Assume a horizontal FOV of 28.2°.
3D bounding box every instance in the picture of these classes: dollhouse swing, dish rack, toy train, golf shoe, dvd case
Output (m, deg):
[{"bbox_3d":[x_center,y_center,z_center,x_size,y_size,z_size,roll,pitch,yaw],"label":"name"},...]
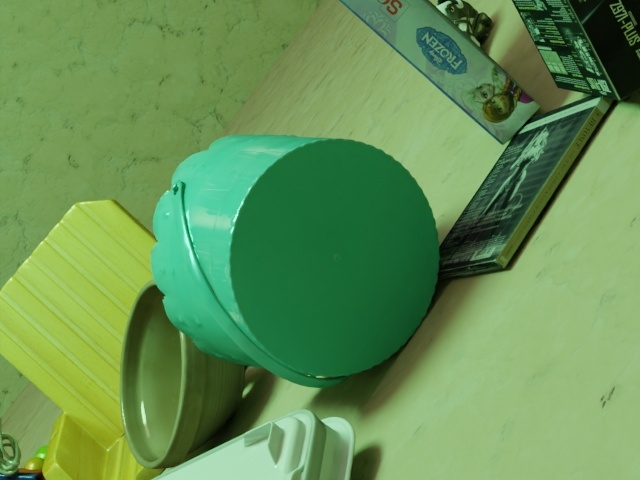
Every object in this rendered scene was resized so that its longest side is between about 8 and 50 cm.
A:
[{"bbox_3d":[-0.312,0.149,1.830,0.347,0.305,0.315,-48,14,7],"label":"dollhouse swing"},{"bbox_3d":[-0.123,0.297,1.164,0.332,0.072,0.286,-29,30,32],"label":"dish rack"},{"bbox_3d":[-0.422,0.343,1.879,0.143,0.105,0.248,-56,-35,-69],"label":"toy train"},{"bbox_3d":[0.186,-0.288,1.841,0.077,0.094,0.198,-41,18,31],"label":"golf shoe"},{"bbox_3d":[0.202,-0.053,1.320,0.221,0.018,0.164,-55,13,-18],"label":"dvd case"}]

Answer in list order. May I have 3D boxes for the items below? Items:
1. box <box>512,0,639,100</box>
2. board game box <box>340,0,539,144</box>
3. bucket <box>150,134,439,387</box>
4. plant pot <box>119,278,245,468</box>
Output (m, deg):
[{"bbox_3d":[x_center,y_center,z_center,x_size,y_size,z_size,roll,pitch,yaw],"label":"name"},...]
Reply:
[{"bbox_3d":[0.265,-0.226,1.272,0.077,0.147,0.180,-31,13,-2],"label":"box"},{"bbox_3d":[0.104,-0.267,1.532,0.066,0.318,0.318,-48,10,12],"label":"board game box"},{"bbox_3d":[-0.023,0.016,1.339,0.281,0.281,0.183,-54,22,-14],"label":"bucket"},{"bbox_3d":[-0.168,0.169,1.623,0.237,0.109,0.237,-14,74,62],"label":"plant pot"}]
